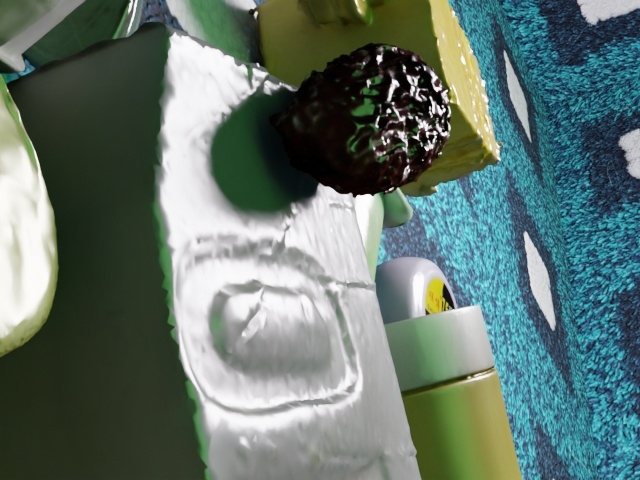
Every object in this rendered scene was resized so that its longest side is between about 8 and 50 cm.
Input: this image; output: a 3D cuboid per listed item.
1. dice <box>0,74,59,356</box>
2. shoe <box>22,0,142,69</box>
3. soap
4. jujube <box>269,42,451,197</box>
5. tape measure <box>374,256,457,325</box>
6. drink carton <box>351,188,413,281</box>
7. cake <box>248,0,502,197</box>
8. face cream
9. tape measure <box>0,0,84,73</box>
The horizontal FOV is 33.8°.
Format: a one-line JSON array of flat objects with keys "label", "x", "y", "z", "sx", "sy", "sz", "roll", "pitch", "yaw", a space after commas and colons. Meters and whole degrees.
[{"label": "dice", "x": -0.228, "y": -0.007, "z": 0.436, "sx": 0.169, "sy": 0.169, "sz": 0.166, "roll": 72, "pitch": 20, "yaw": -3}, {"label": "shoe", "x": -0.187, "y": -0.226, "z": 0.835, "sx": 0.100, "sy": 0.103, "sz": 0.251, "roll": 134, "pitch": -34, "yaw": -64}, {"label": "soap", "x": -0.088, "y": 0.115, "z": 0.649, "sx": 0.350, "sy": 0.213, "sz": 0.435, "roll": 15, "pitch": 60, "yaw": -64}, {"label": "jujube", "x": 0.034, "y": -0.074, "z": 0.684, "sx": 0.104, "sy": 0.104, "sz": 0.166, "roll": 67, "pitch": 24, "yaw": -15}, {"label": "tape measure", "x": 0.106, "y": 0.114, "z": 1.294, "sx": 0.196, "sy": 0.105, "sz": 0.178, "roll": 49, "pitch": 39, "yaw": -45}, {"label": "drink carton", "x": 0.000, "y": 0.000, "z": 1.072, "sx": 0.146, "sy": 0.144, "sz": 0.142, "roll": 51, "pitch": 40, "yaw": -44}, {"label": "cake", "x": 0.050, "y": -0.193, "z": 1.212, "sx": 0.286, "sy": 0.222, "sz": 0.227, "roll": 36, "pitch": 40, "yaw": -58}, {"label": "face cream", "x": 0.061, "y": 0.170, "z": 0.961, "sx": 0.218, "sy": 0.218, "sz": 0.179, "roll": 3, "pitch": 73, "yaw": -68}, {"label": "tape measure", "x": -0.216, "y": -0.217, "z": 0.587, "sx": 0.265, "sy": 0.130, "sz": 0.258, "roll": 48, "pitch": -3, "yaw": 47}]
